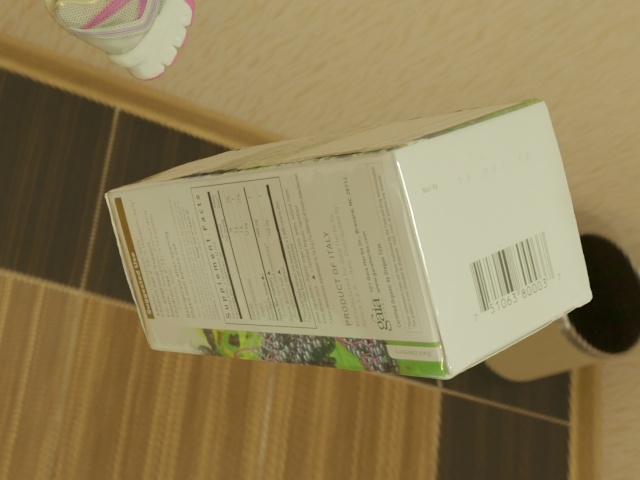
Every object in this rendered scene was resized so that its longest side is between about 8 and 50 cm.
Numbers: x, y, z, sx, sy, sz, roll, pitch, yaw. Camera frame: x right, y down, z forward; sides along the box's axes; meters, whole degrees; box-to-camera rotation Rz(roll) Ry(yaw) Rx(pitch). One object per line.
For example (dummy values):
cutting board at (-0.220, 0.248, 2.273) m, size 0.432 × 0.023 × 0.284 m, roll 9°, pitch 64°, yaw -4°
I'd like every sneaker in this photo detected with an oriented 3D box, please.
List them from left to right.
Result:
sneaker at (-0.134, -0.251, 0.852) m, size 0.111 × 0.103 × 0.252 m, roll 13°, pitch 109°, yaw -38°

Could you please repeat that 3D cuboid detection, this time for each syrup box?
syrup box at (0.000, 0.000, 0.532) m, size 0.093 × 0.237 × 0.096 m, roll -21°, pitch 100°, yaw -37°
